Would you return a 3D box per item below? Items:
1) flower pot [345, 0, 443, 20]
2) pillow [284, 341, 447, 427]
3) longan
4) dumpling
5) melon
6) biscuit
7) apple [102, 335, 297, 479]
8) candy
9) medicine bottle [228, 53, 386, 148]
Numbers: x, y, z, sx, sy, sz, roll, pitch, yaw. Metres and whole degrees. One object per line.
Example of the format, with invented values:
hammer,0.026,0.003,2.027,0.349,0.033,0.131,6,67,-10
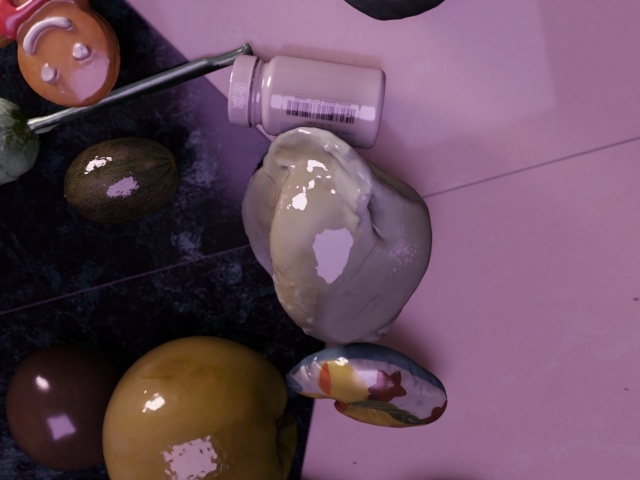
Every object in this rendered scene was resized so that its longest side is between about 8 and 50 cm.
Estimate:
flower pot,0.102,-0.359,0.648,0.189,0.157,0.243,31,114,-9
pillow,0.077,0.229,0.930,0.214,0.086,0.233,-18,140,38
longan,-0.391,0.266,0.954,0.198,0.198,0.212,-23,113,13
dumpling,0.015,0.012,0.796,0.270,0.211,0.320,16,114,-5
melon,-0.274,-0.080,0.824,0.168,0.114,0.114,-13,113,7
biscuit,-0.356,-0.316,0.712,0.216,0.047,0.339,-24,97,9
apple,-0.172,0.288,0.913,0.254,0.292,0.291,-5,115,16
candy,-0.298,-0.179,0.803,0.440,0.119,0.119,-18,113,2
medicine bottle,-0.016,-0.178,0.768,0.187,0.102,0.102,7,115,0
